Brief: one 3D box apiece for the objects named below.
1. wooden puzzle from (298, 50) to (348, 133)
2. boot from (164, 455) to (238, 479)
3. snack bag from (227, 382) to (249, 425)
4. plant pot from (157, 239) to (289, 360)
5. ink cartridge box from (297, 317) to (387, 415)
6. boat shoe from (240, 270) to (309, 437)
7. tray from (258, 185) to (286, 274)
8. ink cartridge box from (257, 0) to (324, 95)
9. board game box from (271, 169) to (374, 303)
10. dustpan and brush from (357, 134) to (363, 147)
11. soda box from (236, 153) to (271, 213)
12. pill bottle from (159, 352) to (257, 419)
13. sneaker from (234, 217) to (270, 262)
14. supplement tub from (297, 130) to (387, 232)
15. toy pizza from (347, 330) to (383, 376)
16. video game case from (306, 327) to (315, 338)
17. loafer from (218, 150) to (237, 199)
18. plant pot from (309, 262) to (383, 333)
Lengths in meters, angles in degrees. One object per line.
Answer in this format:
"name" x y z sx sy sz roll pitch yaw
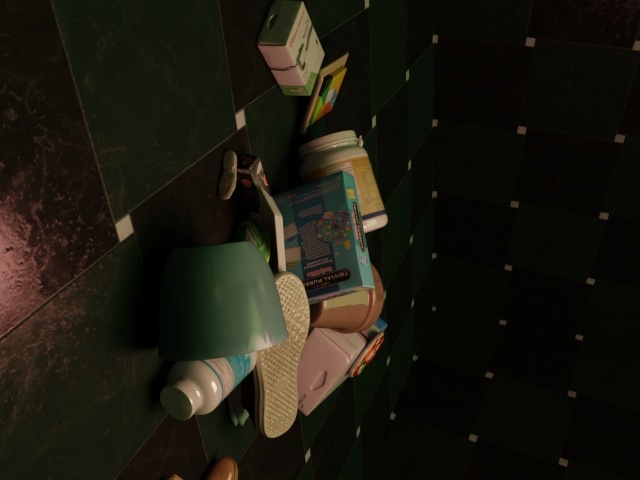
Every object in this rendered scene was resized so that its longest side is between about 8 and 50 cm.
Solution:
"wooden puzzle" 0.017 -0.467 1.970 0.238 0.044 0.221 -55 171 -50
"boot" -0.327 0.659 1.632 0.269 0.089 0.236 63 41 -54
"snack bag" -0.199 0.334 1.883 0.323 0.037 0.342 -52 145 -50
"plant pot" -0.232 0.123 1.403 0.293 0.293 0.235 -12 95 -67
"ink cartridge box" 0.044 0.402 2.198 0.285 0.166 0.395 -56 166 20
"boat shoe" -0.145 0.313 1.744 0.187 0.156 0.500 -12 117 -38
"tray" -0.127 -0.007 1.694 0.145 0.030 0.270 -121 -158 -44
"ink cartridge box" -0.079 -0.536 1.739 0.219 0.093 0.160 55 48 -61
"board game box" 0.000 0.000 1.785 0.079 0.254 0.336 15 62 -58
"dustpan and brush" 0.161 -0.313 2.496 0.147 0.060 0.211 -7 112 -55
"soda box" -0.182 -0.153 1.695 0.169 0.053 0.060 76 32 -46
"pill bottle" -0.279 0.330 1.533 0.264 0.146 0.146 -39 134 -58
"sneaker" -0.213 0.073 1.634 0.123 0.109 0.295 45 53 -59
"supplement tub" 0.064 -0.166 1.961 0.228 0.228 0.316 -13 85 -67
"toy pizza" 0.165 0.398 2.153 0.201 0.032 0.201 -49 166 -17
"video game case" 0.015 0.281 2.196 0.227 0.026 0.206 -37 165 -36
"loafer" -0.231 -0.166 1.587 0.039 0.045 0.125 8 88 -75
"plant pot" 0.030 0.177 1.935 0.229 0.263 0.263 -7 106 -49
